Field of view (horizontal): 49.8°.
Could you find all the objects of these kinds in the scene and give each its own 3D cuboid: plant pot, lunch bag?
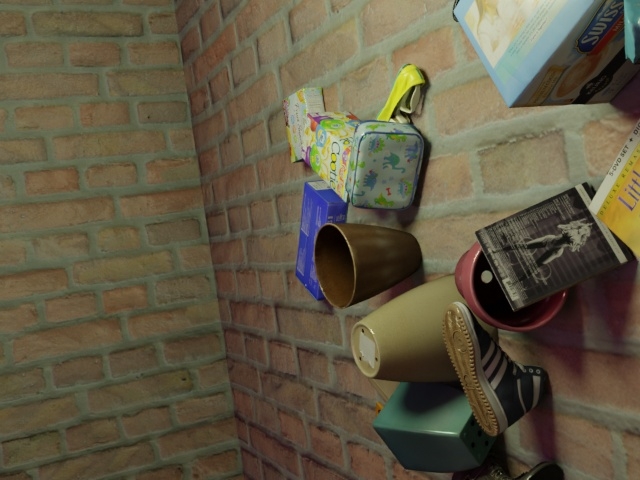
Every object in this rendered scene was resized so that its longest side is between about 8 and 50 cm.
[{"bbox_3d":[0.133,0.047,1.756,0.215,0.230,0.216,32,127,57],"label":"plant pot"},{"bbox_3d":[0.282,0.438,1.613,0.234,0.165,0.166,-8,123,52],"label":"plant pot"},{"bbox_3d":[0.359,0.075,1.373,0.180,0.201,0.201,175,87,-79],"label":"plant pot"},{"bbox_3d":[0.159,-0.182,1.700,0.090,0.176,0.219,-103,17,-57],"label":"lunch bag"},{"bbox_3d":[0.218,0.223,1.591,0.256,0.273,0.257,28,122,58],"label":"plant pot"}]

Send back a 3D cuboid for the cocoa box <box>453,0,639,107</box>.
[{"bbox_3d":[0.410,-0.402,1.054,0.232,0.227,0.347,68,151,25],"label":"cocoa box"}]

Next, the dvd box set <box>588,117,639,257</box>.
[{"bbox_3d":[0.600,-0.034,0.975,0.420,0.062,0.308,58,145,38],"label":"dvd box set"}]

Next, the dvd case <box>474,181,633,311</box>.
[{"bbox_3d":[0.411,0.010,1.233,0.165,0.221,0.018,68,-172,24],"label":"dvd case"}]

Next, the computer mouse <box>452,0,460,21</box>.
[{"bbox_3d":[0.347,-0.506,1.343,0.272,0.072,0.189,-121,30,-60],"label":"computer mouse"}]

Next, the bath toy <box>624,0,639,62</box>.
[{"bbox_3d":[0.550,-0.268,0.821,0.348,0.129,0.151,6,65,27],"label":"bath toy"}]

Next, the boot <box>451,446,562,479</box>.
[{"bbox_3d":[0.391,0.519,1.521,0.263,0.091,0.229,-52,20,15],"label":"boot"}]

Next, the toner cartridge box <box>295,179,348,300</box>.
[{"bbox_3d":[0.000,0.000,2.188,0.165,0.075,0.348,47,138,50],"label":"toner cartridge box"}]

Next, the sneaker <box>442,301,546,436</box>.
[{"bbox_3d":[0.360,0.241,1.421,0.099,0.153,0.282,-13,97,69],"label":"sneaker"}]

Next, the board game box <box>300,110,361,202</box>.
[{"bbox_3d":[0.074,-0.236,1.885,0.275,0.144,0.142,49,139,47],"label":"board game box"}]

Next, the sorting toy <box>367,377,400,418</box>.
[{"bbox_3d":[0.199,0.371,1.940,0.196,0.047,0.348,-129,39,-52],"label":"sorting toy"}]

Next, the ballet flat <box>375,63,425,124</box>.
[{"bbox_3d":[0.195,-0.325,1.698,0.077,0.077,0.231,50,141,23],"label":"ballet flat"}]

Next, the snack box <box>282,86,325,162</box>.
[{"bbox_3d":[-0.046,-0.361,2.171,0.174,0.070,0.207,-5,94,64],"label":"snack box"}]
